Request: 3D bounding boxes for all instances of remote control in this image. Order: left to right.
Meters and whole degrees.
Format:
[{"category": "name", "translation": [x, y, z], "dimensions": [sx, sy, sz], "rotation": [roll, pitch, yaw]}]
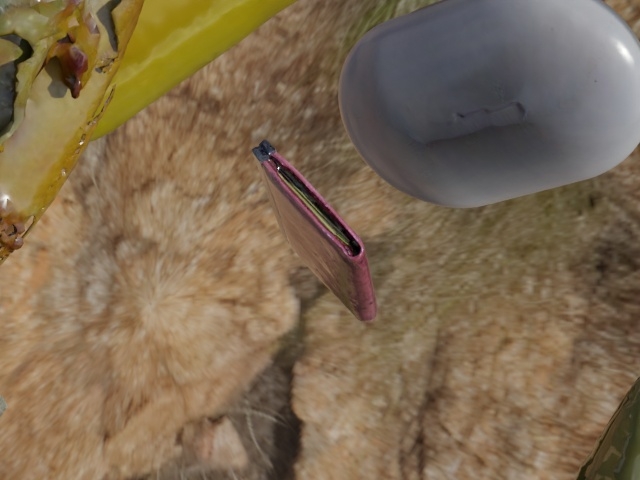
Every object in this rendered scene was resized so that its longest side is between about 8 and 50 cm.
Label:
[{"category": "remote control", "translation": [0.164, -0.137, 1.416], "dimensions": [0.221, 0.332, 0.103], "rotation": [56, 43, -24]}]

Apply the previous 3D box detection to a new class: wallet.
[{"category": "wallet", "translation": [0.000, 0.000, 1.196], "dimensions": [0.025, 0.232, 0.119], "rotation": [-40, 76, -7]}]

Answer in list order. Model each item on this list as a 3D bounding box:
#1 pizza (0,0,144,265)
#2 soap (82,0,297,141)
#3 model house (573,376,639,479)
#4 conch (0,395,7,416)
[{"category": "pizza", "translation": [-0.152, -0.022, 0.320], "dimensions": [0.201, 0.053, 0.193], "rotation": [-47, 132, 12]}, {"category": "soap", "translation": [-0.007, -0.199, 0.427], "dimensions": [0.324, 0.096, 0.204], "rotation": [-32, 70, 12]}, {"category": "model house", "translation": [0.152, 0.210, 0.534], "dimensions": [0.194, 0.267, 0.325], "rotation": [2, 93, -2]}, {"category": "conch", "translation": [-0.308, 0.141, 0.985], "dimensions": [0.178, 0.245, 0.163], "rotation": [-44, 87, -8]}]
